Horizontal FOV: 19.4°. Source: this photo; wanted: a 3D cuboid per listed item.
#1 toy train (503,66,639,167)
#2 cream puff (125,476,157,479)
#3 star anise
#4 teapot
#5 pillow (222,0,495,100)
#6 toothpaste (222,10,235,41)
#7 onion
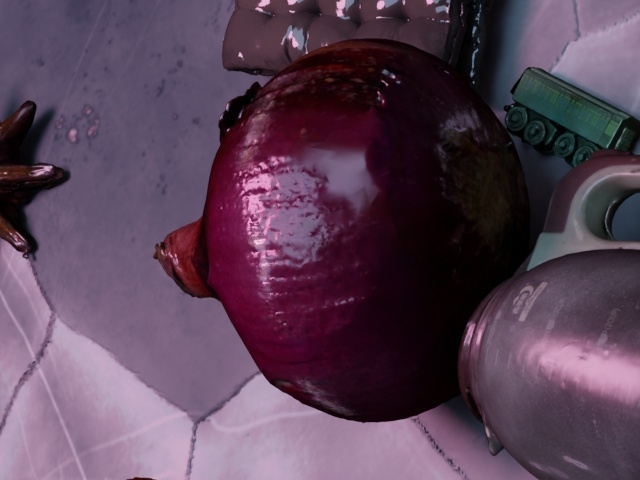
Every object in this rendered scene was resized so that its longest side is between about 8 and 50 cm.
[{"bbox_3d":[0.229,-0.109,1.743,0.148,0.038,0.071,34,96,43],"label":"toy train"},{"bbox_3d":[-0.179,0.318,1.919,0.149,0.084,0.149,-11,72,37],"label":"cream puff"},{"bbox_3d":[-0.431,-0.069,2.263,0.272,0.102,0.271,-1,84,11],"label":"star anise"},{"bbox_3d":[0.268,0.075,1.509,0.312,0.233,0.314,16,80,40],"label":"teapot"},{"bbox_3d":[0.050,-0.267,1.909,0.326,0.101,0.228,11,84,43],"label":"pillow"},{"bbox_3d":[-0.048,-0.296,2.049,0.067,0.043,0.194,25,87,39],"label":"toothpaste"},{"bbox_3d":[0.000,0.000,1.708,0.385,0.348,0.347,-11,68,34],"label":"onion"}]
